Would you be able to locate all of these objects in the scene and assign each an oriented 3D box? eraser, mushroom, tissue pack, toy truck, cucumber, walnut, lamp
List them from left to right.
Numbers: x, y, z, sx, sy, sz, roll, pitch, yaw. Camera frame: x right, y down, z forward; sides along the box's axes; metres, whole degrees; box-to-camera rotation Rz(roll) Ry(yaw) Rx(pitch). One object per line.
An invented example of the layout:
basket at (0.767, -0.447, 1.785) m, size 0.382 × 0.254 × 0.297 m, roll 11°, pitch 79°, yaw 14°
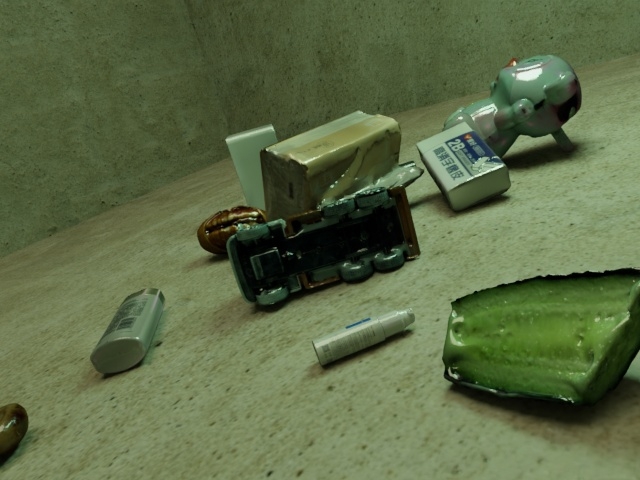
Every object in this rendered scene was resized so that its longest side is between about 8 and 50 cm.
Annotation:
mushroom at (-0.439, 0.239, 0.689) m, size 0.130 × 0.072 × 0.088 m, roll 27°, pitch 53°, yaw 20°
walnut at (-0.195, -0.027, 1.246) m, size 0.207 × 0.115 × 0.115 m, roll -13°, pitch 17°, yaw 13°
tissue pack at (-0.167, -0.199, 1.536) m, size 0.136 × 0.245 × 0.159 m, roll -17°, pitch 16°, yaw -1°
toy truck at (0.000, 0.000, 0.921) m, size 0.306 × 0.136 × 0.162 m, roll -16°, pitch 10°, yaw -3°
tissue pack at (0.056, -0.126, 1.151) m, size 0.306 × 0.238 × 0.239 m, roll -30°, pitch 20°, yaw -36°
eraser at (0.290, -0.159, 1.103) m, size 0.125 × 0.068 × 0.210 m, roll -25°, pitch 38°, yaw 8°
lamp at (0.460, -0.280, 1.234) m, size 0.301 × 0.247 × 0.247 m, roll -35°, pitch 5°, yaw 24°
cucumber at (0.209, 0.094, 0.490) m, size 0.193 × 0.115 × 0.086 m, roll -9°, pitch -25°, yaw 42°

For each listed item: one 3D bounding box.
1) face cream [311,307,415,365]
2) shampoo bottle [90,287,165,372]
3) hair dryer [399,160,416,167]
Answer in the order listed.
face cream at (0.055, 0.115, 0.656) m, size 0.130 × 0.034 × 0.034 m, roll -21°, pitch 17°, yaw -7°
shampoo bottle at (-0.323, 0.147, 0.909) m, size 0.086 × 0.055 × 0.227 m, roll -21°, pitch 17°, yaw -4°
hair dryer at (0.180, -0.190, 1.357) m, size 0.173 × 0.050 × 0.195 m, roll -21°, pitch -13°, yaw -9°
